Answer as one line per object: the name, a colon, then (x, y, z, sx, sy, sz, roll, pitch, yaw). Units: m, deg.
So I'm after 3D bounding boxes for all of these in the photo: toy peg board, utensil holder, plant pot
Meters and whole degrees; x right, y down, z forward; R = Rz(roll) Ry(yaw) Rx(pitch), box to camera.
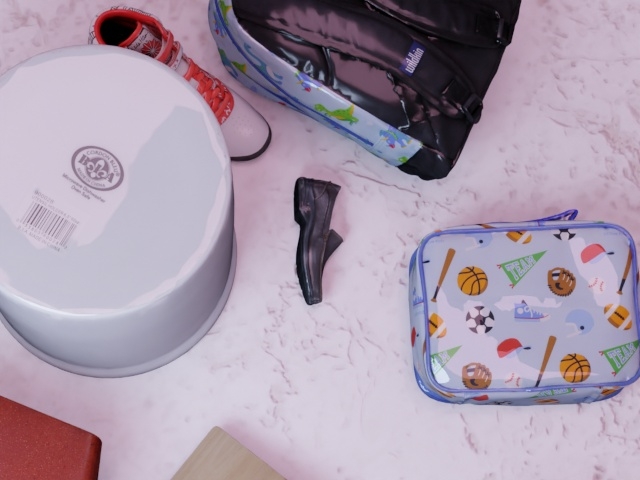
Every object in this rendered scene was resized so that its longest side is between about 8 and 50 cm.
toy peg board: (-0.113, 0.346, 1.876, 0.160, 0.079, 0.161, 35, 76, 20)
utensil holder: (-0.255, -0.026, 1.780, 0.327, 0.385, 0.327, 1, 77, -5)
plant pot: (-0.383, 0.323, 1.767, 0.267, 0.267, 0.236, 23, 63, 1)

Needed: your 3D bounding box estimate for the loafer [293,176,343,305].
loafer: (0.000, 0.000, 1.962, 0.061, 0.062, 0.170, 1, 78, -9)

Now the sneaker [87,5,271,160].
sneaker: (-0.183, -0.200, 1.947, 0.270, 0.145, 0.090, 33, 77, 3)

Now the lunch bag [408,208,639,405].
lunch bag: (0.266, 0.085, 1.938, 0.303, 0.115, 0.243, -2, 75, -4)

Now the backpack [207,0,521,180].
backpack: (0.030, -0.269, 1.945, 0.355, 0.273, 0.290, 25, 78, -21)
